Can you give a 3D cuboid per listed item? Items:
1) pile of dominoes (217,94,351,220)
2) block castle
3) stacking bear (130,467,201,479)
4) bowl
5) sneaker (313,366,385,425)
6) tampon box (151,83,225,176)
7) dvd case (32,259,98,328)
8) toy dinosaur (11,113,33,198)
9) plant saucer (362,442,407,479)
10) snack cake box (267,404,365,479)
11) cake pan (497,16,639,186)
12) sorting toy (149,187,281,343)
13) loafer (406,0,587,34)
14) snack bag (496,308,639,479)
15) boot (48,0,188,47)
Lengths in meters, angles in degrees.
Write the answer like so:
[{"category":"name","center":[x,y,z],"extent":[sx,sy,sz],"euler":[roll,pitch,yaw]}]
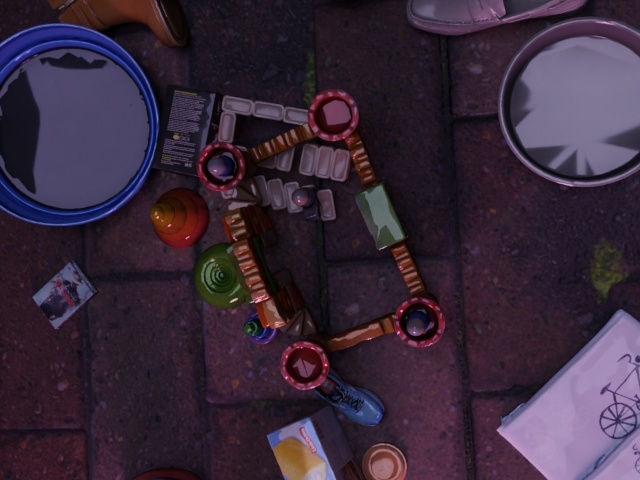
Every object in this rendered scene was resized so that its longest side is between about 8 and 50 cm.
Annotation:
[{"category":"pile of dominoes","center":[-0.071,-0.153,1.557],"extent":[0.251,0.040,0.195],"euler":[12,101,6]},{"category":"block castle","center":[0.000,0.000,1.431],"extent":[0.303,0.213,0.453],"euler":[-22,92,11]},{"category":"stacking bear","center":[-0.316,0.512,1.480],"extent":[0.164,0.289,0.175],"euler":[-27,81,12]},{"category":"bowl","center":[-0.501,-0.221,1.634],"extent":[0.392,0.077,0.390],"euler":[0,91,2]},{"category":"sneaker","center":[0.040,0.287,1.512],"extent":[0.162,0.073,0.063],"euler":[29,94,14]},{"category":"tampon box","center":[-0.237,-0.201,1.579],"extent":[0.102,0.120,0.160],"euler":[12,90,13]},{"category":"dvd case","center":[-0.518,0.109,1.692],"extent":[0.119,0.013,0.087],"euler":[-40,79,8]},{"category":"toy dinosaur","center":[-0.617,-0.196,1.716],"extent":[0.211,0.064,0.112],"euler":[42,110,15]},{"category":"plant saucer","center":[0.116,0.411,1.518],"extent":[0.084,0.013,0.083],"euler":[-1,87,15]},{"category":"snack cake box","center":[0.016,0.436,1.471],"extent":[0.089,0.152,0.264],"euler":[-26,81,12]},{"category":"cake pan","center":[0.457,-0.236,1.441],"extent":[0.293,0.054,0.293],"euler":[-1,87,14]},{"category":"sorting toy","center":[-0.213,0.046,1.561],"extent":[0.127,0.126,0.365],"euler":[-41,78,9]},{"category":"loafer","center":[0.305,-0.430,1.457],"extent":[0.320,0.111,0.111],"euler":[-6,86,14]},{"category":"snack bag","center":[0.528,0.329,1.407],"extent":[0.342,0.037,0.323],"euler":[45,99,12]},{"category":"boot","center":[-0.408,-0.452,1.646],"extent":[0.220,0.109,0.283],"euler":[-33,91,18]}]
